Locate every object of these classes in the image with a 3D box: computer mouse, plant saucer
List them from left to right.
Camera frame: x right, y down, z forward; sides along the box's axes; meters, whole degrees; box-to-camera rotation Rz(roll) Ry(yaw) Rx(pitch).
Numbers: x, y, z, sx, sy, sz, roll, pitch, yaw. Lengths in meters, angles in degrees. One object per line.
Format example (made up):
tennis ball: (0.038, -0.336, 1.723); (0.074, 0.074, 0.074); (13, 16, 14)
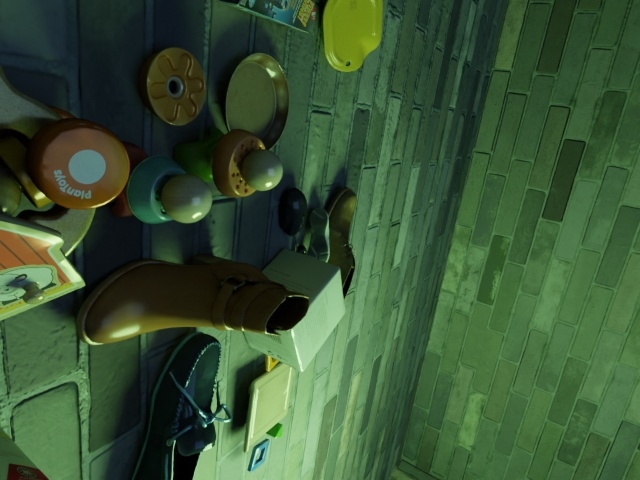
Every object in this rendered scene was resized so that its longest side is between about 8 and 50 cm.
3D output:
plant saucer: (-0.113, -0.233, 0.746); (0.168, 0.029, 0.169); (-39, 138, -47)
computer mouse: (-0.049, -0.008, 0.974); (0.071, 0.041, 0.242); (-47, 143, -41)

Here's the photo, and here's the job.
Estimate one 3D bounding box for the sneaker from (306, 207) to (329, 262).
sneaker: (0.000, 0.000, 1.034); (0.061, 0.053, 0.152); (-6, 102, -82)

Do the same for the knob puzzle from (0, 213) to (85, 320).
knob puzzle: (-0.318, 0.039, 0.364); (0.213, 0.030, 0.213); (-26, 157, -12)

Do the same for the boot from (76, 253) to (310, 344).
boot: (-0.169, 0.105, 0.632); (0.283, 0.220, 0.109); (-13, 117, -58)

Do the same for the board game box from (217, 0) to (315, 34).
board game box: (-0.059, -0.423, 0.683); (0.194, 0.060, 0.194); (4, 111, -64)

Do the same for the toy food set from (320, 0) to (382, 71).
toy food set: (0.053, -0.454, 0.858); (0.128, 0.071, 0.218); (-18, 142, -13)

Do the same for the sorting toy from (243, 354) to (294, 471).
sorting toy: (-0.129, 0.378, 1.044); (0.196, 0.047, 0.348); (-21, 124, -61)

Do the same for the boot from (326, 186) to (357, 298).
boot: (0.052, 0.017, 1.093); (0.112, 0.115, 0.305); (25, 82, -59)

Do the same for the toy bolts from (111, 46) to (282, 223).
toy bolts: (-0.167, -0.122, 0.573); (0.228, 0.158, 0.218); (-49, 144, -37)

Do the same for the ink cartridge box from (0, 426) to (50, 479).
ink cartridge box: (-0.371, 0.236, 0.394); (0.127, 0.176, 0.128); (-58, 148, -20)

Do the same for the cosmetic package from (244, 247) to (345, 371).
cosmetic package: (-0.059, 0.142, 0.923); (0.184, 0.151, 0.151); (-47, 143, -37)

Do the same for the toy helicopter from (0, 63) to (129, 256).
toy helicopter: (-0.358, -0.074, 0.337); (0.235, 0.140, 0.355); (-58, 139, -8)

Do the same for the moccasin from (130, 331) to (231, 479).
moccasin: (-0.227, 0.337, 0.766); (0.137, 0.116, 0.342); (6, 100, -61)
